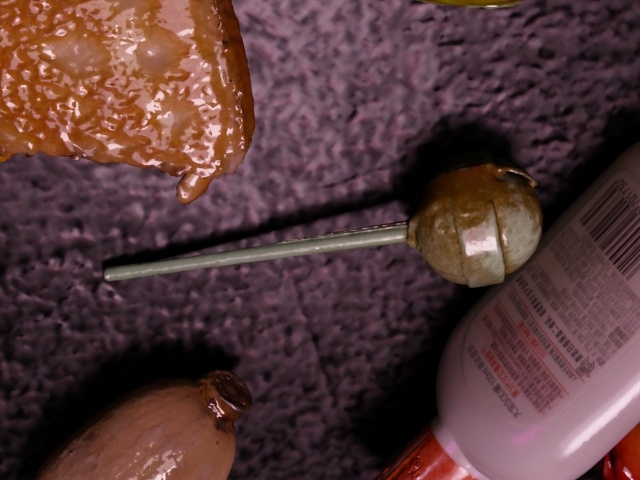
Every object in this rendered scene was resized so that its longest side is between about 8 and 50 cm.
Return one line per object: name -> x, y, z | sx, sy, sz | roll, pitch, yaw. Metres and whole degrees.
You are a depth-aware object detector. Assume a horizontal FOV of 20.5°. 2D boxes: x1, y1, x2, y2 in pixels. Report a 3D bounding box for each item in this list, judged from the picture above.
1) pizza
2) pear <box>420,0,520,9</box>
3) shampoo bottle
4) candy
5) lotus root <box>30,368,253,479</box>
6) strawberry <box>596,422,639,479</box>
pizza -> -0.135, -0.085, 0.735 | 0.199, 0.062, 0.188 | -20, 103, 8
pear -> 0.089, -0.178, 0.618 | 0.238, 0.255, 0.164 | -16, 114, -6
shampoo bottle -> 0.105, 0.057, 0.807 | 0.221, 0.108, 0.051 | -47, 133, 14
candy -> 0.000, 0.000, 0.803 | 0.203, 0.061, 0.061 | -8, 116, 5
lotus root -> -0.094, 0.116, 0.828 | 0.150, 0.062, 0.073 | -44, 113, 10
strawberry -> 0.212, 0.143, 0.867 | 0.190, 0.111, 0.236 | -42, 92, -18
